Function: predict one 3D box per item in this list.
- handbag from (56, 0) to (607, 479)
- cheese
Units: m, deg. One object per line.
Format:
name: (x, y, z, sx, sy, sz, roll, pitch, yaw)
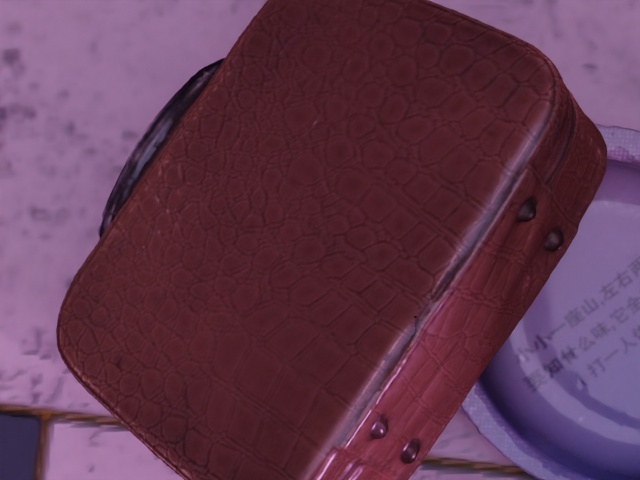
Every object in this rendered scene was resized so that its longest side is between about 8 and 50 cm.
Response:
handbag: (0.000, 0.000, 0.682, 0.151, 0.072, 0.193, 34, 88, 31)
cheese: (0.132, 0.056, 0.712, 0.135, 0.052, 0.245, -38, 88, -1)
